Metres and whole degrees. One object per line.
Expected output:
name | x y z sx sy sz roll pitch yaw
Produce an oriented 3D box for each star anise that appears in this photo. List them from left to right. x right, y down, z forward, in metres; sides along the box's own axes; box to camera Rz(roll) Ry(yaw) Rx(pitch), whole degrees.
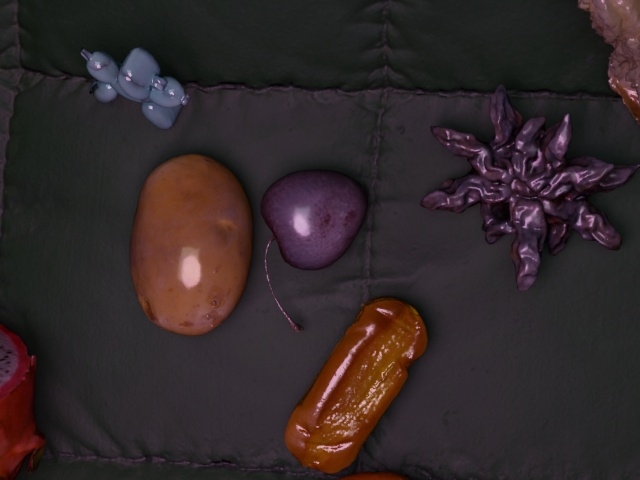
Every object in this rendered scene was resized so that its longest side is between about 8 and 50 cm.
star anise | 0.259 -0.072 1.438 0.282 0.129 0.212 39 109 9

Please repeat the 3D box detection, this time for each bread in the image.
bread | 0.045 0.182 1.458 0.102 0.094 0.245 35 91 0
bread | 0.419 -0.278 1.398 0.192 0.171 0.314 -37 86 1

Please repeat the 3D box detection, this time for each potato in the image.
potato | -0.162 0.004 1.465 0.150 0.146 0.234 2 87 -25

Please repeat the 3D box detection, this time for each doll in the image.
doll | -0.231 -0.198 1.460 0.159 0.158 0.059 25 79 11

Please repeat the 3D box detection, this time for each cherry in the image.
cherry | 0.005 -0.003 1.466 0.148 0.115 0.188 -29 94 -35

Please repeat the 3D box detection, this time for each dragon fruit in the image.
dragon fruit | -0.489 0.248 1.416 0.305 0.305 0.226 3 117 5

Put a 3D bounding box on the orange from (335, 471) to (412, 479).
orange | 0.059 0.393 1.401 0.224 0.170 0.224 -8 53 10
